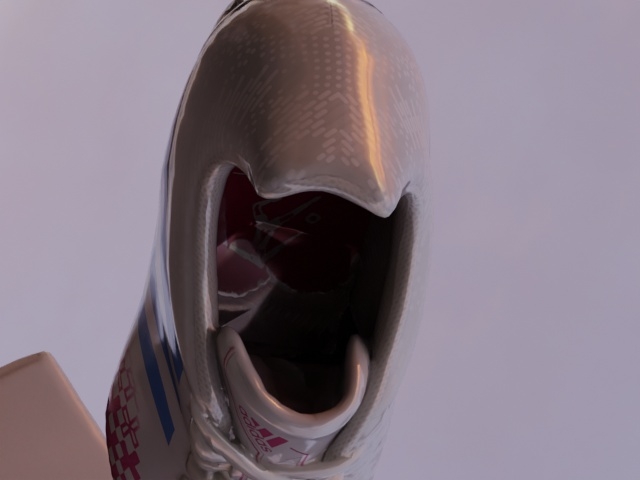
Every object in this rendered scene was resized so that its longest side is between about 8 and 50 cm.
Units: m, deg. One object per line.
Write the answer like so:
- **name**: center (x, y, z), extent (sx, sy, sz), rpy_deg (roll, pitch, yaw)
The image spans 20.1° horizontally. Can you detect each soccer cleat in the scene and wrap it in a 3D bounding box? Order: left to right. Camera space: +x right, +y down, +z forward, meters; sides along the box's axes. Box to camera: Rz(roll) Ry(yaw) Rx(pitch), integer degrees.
- **soccer cleat**: center (-0.026, 0.062, 0.708), extent (0.143, 0.116, 0.331), rpy_deg (-95, -170, -51)

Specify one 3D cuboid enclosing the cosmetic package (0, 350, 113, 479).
- **cosmetic package**: center (-0.221, 0.350, 1.078), extent (0.327, 0.393, 0.329), rpy_deg (-25, 158, -27)
